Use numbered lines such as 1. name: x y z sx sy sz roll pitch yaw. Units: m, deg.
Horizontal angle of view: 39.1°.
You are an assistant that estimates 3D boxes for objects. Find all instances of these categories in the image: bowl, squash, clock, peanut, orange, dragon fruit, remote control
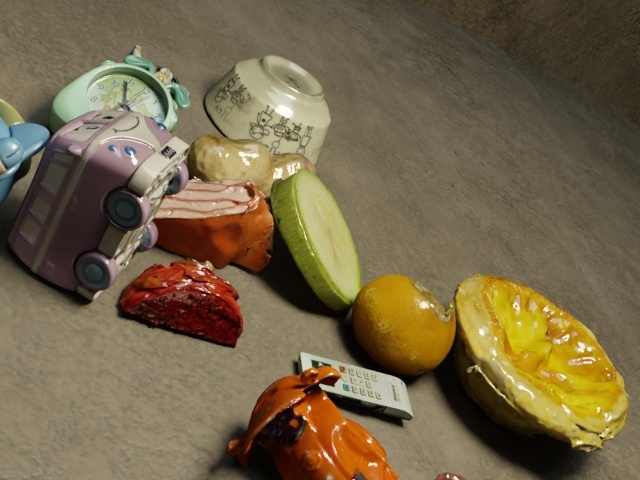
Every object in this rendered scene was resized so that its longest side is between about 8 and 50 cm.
1. bowl: -0.078 -0.247 1.619 0.238 0.126 0.237 26 28 -15
2. squash: 0.004 -0.002 1.327 0.219 0.041 0.219 51 23 -32
3. clock: -0.279 -0.184 1.291 0.148 0.060 0.188 41 55 2
4. peanut: -0.104 -0.104 1.392 0.228 0.104 0.085 12 30 -40
5. orange: 0.123 0.115 1.279 0.156 0.134 0.156 31 41 -31
6. dragon fruit: -0.162 0.055 1.113 0.162 0.083 0.106 18 30 -26
7. remote control: 0.046 0.195 1.180 0.166 0.029 0.065 18 34 -21

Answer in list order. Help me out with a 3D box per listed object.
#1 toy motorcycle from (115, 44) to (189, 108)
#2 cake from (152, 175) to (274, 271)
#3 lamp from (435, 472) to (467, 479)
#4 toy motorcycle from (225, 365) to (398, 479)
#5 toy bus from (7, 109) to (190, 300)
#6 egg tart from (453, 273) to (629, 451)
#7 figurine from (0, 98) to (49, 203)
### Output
1. toy motorcycle: -0.291 -0.229 1.410 0.151 0.074 0.228 29 37 -24
2. cake: -0.191 -0.043 1.206 0.287 0.135 0.098 13 49 -21
3. lamp: 0.244 0.353 1.030 0.223 0.151 0.215 15 30 -31
4. toy motorcycle: 0.027 0.258 0.953 0.325 0.148 0.221 50 8 36
5. toy bus: -0.254 -0.050 1.040 0.142 0.202 0.142 33 28 0
6. egg tart: 0.312 0.191 1.371 0.341 0.132 0.341 27 28 -16
7. figurine: -0.391 -0.073 0.965 0.154 0.180 0.262 42 13 -34
